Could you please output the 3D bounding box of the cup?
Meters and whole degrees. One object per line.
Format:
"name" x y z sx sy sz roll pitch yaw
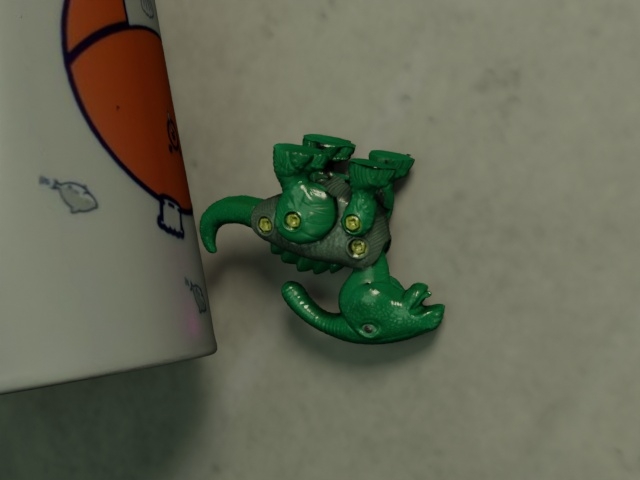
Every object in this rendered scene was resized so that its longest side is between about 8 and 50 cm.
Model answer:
"cup" -0.182 -0.082 0.600 0.212 0.212 0.317 -12 87 29

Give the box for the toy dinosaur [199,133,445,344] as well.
"toy dinosaur" 0.000 0.000 0.596 0.132 0.059 0.096 11 104 20
